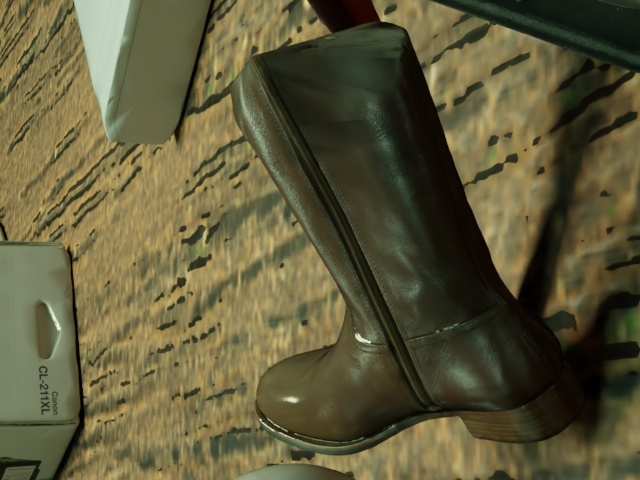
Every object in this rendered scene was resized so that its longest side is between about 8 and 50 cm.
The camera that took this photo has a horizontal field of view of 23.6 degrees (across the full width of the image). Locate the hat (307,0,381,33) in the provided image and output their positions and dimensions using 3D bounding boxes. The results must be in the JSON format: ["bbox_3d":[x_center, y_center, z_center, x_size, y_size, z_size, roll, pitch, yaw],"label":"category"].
[{"bbox_3d":[-0.007,-0.088,0.325,0.173,0.208,0.184,-32,53,57],"label":"hat"}]

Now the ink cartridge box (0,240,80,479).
[{"bbox_3d":[-0.209,0.095,0.983,0.175,0.072,0.127,122,145,-53],"label":"ink cartridge box"}]

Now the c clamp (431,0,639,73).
[{"bbox_3d":[0.043,-0.087,0.270,0.137,0.160,0.022,86,-154,-54],"label":"c clamp"}]

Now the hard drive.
[{"bbox_3d":[-0.097,-0.223,0.764,0.307,0.040,0.203,-110,30,-43],"label":"hard drive"}]

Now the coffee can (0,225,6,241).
[{"bbox_3d":[-0.390,0.079,1.177,0.201,0.275,0.201,-178,90,-69],"label":"coffee can"}]

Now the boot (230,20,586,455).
[{"bbox_3d":[0.000,0.000,0.373,0.106,0.114,0.037,-9,35,40],"label":"boot"}]

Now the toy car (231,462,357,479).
[{"bbox_3d":[-0.013,0.151,0.396,0.136,0.159,0.182,58,161,-9],"label":"toy car"}]
